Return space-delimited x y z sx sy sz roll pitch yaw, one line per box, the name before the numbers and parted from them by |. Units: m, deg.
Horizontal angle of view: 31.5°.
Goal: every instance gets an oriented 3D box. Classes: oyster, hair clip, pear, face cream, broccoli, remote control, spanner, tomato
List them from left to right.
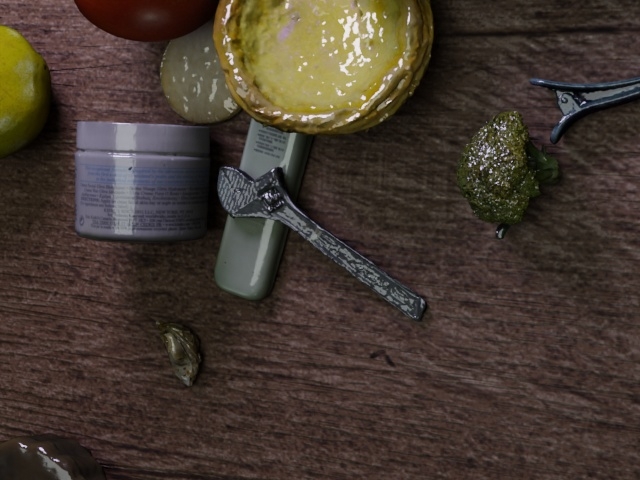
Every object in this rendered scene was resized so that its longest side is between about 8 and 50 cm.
pear | -0.472 -0.204 1.596 0.198 0.198 0.198 1 93 24
face cream | -0.235 -0.079 1.493 0.177 0.177 0.153 6 96 24
tomato | -0.215 -0.378 1.436 0.224 0.256 0.256 10 97 10
oyster | -0.193 0.154 1.573 0.080 0.038 0.083 25 128 31
remote control | -0.072 -0.071 1.496 0.090 0.038 0.310 17 100 19
spanner | 0.000 0.000 1.449 0.325 0.026 0.093 37 105 8
broccoli | 0.220 -0.080 1.331 0.120 0.130 0.131 -6 56 -15
hair clip | 0.382 -0.193 1.293 0.275 0.048 0.083 -19 83 19

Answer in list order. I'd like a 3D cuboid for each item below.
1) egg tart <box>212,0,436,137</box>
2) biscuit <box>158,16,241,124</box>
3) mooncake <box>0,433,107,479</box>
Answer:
egg tart | 0.008 -0.256 1.392 0.294 0.123 0.294 -2 78 12
biscuit | -0.153 -0.229 1.535 0.152 0.020 0.152 1 93 24
mooncake | -0.399 0.384 1.621 0.228 0.124 0.228 1 92 19
